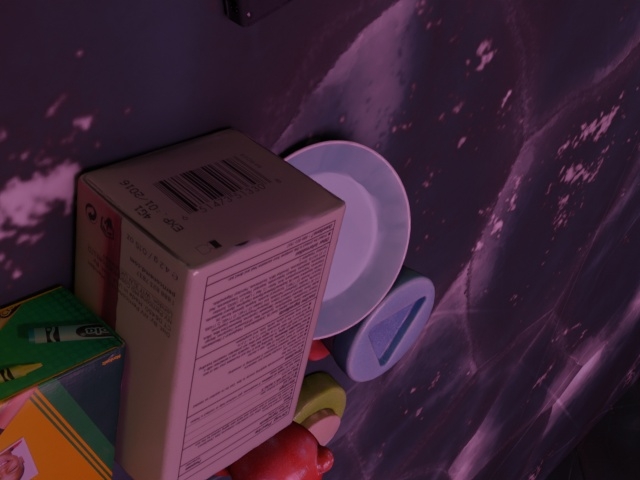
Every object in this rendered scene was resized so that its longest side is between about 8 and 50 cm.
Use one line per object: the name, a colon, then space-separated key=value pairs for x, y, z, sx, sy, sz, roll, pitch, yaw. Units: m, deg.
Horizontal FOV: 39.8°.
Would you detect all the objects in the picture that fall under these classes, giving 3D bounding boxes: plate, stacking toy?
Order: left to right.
plate: x=0.000 y=0.000 z=0.799 sx=0.188 sy=0.024 sz=0.188 roll=-11 pitch=112 yaw=-29
stacking toy: x=0.027 y=0.168 z=0.960 sx=0.309 sy=0.130 sz=0.279 roll=-50 pitch=151 yaw=-6

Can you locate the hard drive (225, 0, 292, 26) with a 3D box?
hard drive: x=-0.028 y=-0.219 z=0.578 sx=0.094 sy=0.022 sz=0.135 roll=-38 pitch=147 yaw=-27

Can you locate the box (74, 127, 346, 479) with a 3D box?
box: x=-0.092 y=0.055 z=0.668 sx=0.149 sy=0.127 sz=0.232 roll=-25 pitch=140 yaw=-42

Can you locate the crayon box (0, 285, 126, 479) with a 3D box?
crayon box: x=-0.266 y=0.157 z=0.568 sx=0.278 sy=0.081 sz=0.165 roll=-24 pitch=139 yaw=-42
